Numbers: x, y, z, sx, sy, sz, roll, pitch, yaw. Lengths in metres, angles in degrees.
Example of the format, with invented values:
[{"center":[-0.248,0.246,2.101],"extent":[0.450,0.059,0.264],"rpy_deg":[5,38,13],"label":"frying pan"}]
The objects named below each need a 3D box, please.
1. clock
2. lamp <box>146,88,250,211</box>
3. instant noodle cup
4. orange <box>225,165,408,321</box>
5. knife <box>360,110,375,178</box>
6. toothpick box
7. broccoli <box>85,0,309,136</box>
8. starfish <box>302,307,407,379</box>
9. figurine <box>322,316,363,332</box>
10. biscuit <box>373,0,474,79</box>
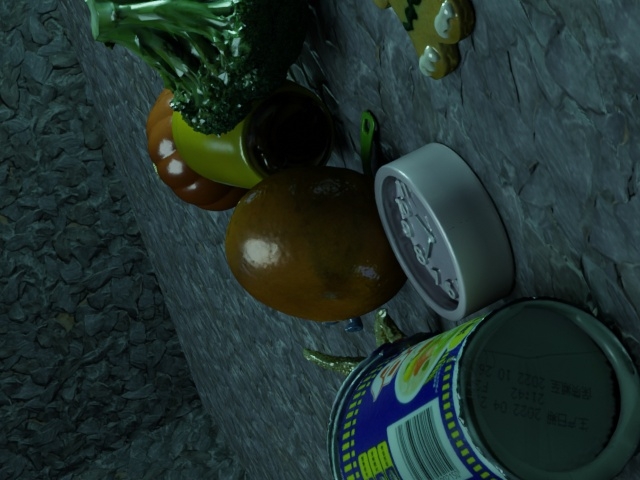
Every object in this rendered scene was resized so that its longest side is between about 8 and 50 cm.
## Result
[{"center":[0.138,-0.009,1.486],"extent":[0.197,0.068,0.197],"rpy_deg":[57,164,26],"label":"clock"},{"center":[-0.173,-0.155,2.062],"extent":[0.197,0.223,0.223],"rpy_deg":[-28,87,31],"label":"lamp"},{"center":[0.179,0.192,1.360],"extent":[0.284,0.284,0.312],"rpy_deg":[61,158,11],"label":"instant noodle cup"},{"center":[0.000,0.000,1.656],"extent":[0.240,0.240,0.171],"rpy_deg":[91,-178,-60],"label":"orange"},{"center":[0.067,-0.098,1.681],"extent":[0.078,0.023,0.166],"rpy_deg":[46,158,37],"label":"knife"},{"center":[-0.091,-0.155,1.837],"extent":[0.271,0.175,0.175],"rpy_deg":[22,136,64],"label":"toothpick box"},{"center":[-0.155,-0.279,1.651],"extent":[0.308,0.275,0.307],"rpy_deg":[175,90,-74],"label":"broccoli"},{"center":[0.150,0.215,1.795],"extent":[0.347,0.078,0.358],"rpy_deg":[53,149,-14],"label":"starfish"},{"center":[0.007,0.041,1.829],"extent":[0.114,0.145,0.178],"rpy_deg":[35,-136,-56],"label":"figurine"},{"center":[0.075,-0.276,1.326],"extent":[0.240,0.035,0.158],"rpy_deg":[58,162,21],"label":"biscuit"}]
